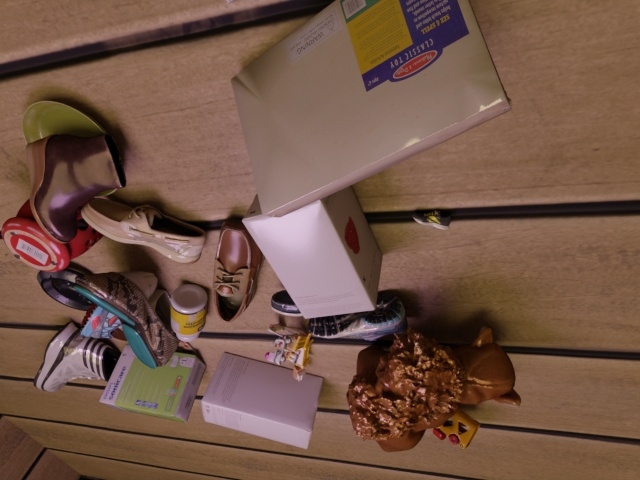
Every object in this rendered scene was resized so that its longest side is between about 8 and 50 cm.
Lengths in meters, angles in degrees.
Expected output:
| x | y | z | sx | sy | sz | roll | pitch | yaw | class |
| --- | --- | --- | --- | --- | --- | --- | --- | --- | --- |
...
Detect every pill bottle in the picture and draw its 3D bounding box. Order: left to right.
| x | y | z | sx | sy | sz | roll | pitch | yaw | class |
| --- | --- | --- | --- | --- | --- | --- | --- | --- | --- |
| -0.398 | 0.225 | 1.224 | 0.103 | 0.103 | 0.184 | 18 | 132 | 0 | pill bottle |

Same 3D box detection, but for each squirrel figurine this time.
| x | y | z | sx | sy | sz | roll | pitch | yaw | class |
| --- | --- | --- | --- | --- | --- | --- | --- | --- | --- |
| 0.272 | 0.352 | 0.977 | 0.370 | 0.281 | 0.397 | -20 | 157 | 21 | squirrel figurine |

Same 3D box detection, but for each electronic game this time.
| x | y | z | sx | sy | sz | roll | pitch | yaw | class |
| --- | --- | --- | --- | --- | --- | --- | --- | --- | --- |
| -0.802 | 0.161 | 1.321 | 0.229 | 0.048 | 0.229 | 6 | 138 | 6 | electronic game |

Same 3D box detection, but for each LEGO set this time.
| x | y | z | sx | sy | sz | roll | pitch | yaw | class |
| --- | --- | --- | --- | --- | --- | --- | --- | --- | --- |
| -0.099 | 0.325 | 1.228 | 0.107 | 0.132 | 0.287 | 21 | 158 | 20 | LEGO set |

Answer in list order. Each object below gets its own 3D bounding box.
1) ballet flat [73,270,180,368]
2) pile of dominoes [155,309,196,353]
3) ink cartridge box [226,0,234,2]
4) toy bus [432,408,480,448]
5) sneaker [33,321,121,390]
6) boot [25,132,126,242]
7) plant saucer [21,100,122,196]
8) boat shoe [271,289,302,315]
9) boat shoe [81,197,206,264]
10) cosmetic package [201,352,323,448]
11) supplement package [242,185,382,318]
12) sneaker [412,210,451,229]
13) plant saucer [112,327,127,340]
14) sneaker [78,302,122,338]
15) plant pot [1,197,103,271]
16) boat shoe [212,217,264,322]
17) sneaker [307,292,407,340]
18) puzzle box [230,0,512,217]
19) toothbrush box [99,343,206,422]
| x | y | z | sx | sy | sz | roll | pitch | yaw | class |
| --- | --- | --- | --- | --- | --- | --- | --- | --- | --- |
| -0.529 | 0.200 | 1.189 | 0.164 | 0.182 | 0.483 | 20 | 144 | 22 | ballet flat |
| -0.583 | 0.335 | 1.414 | 0.195 | 0.040 | 0.251 | -12 | 125 | 24 | pile of dominoes |
| -0.080 | -0.463 | 0.554 | 0.217 | 0.092 | 0.159 | -17 | 123 | 25 | ink cartridge box |
| 0.398 | 0.553 | 1.274 | 0.202 | 0.191 | 0.104 | 32 | 87 | -13 | toy bus |
| -0.935 | 0.518 | 1.584 | 0.257 | 0.169 | 0.447 | 32 | 128 | -10 | sneaker |
| -0.536 | -0.112 | 0.906 | 0.206 | 0.090 | 0.249 | -1 | 109 | 10 | boot |
| -0.566 | -0.213 | 0.944 | 0.240 | 0.037 | 0.241 | 8 | 131 | 10 | plant saucer |
| -0.012 | 0.142 | 1.049 | 0.254 | 0.095 | 0.079 | -1 | 131 | 15 | boat shoe |
| -0.433 | -0.043 | 1.010 | 0.302 | 0.109 | 0.098 | 25 | 123 | -8 | boat shoe |
| -0.190 | 0.539 | 1.373 | 0.365 | 0.197 | 0.155 | 15 | 132 | 5 | cosmetic package |
| 0.000 | 0.000 | 0.868 | 0.175 | 0.178 | 0.293 | -12 | 126 | 25 | supplement package |
| 0.237 | -0.050 | 0.861 | 0.083 | 0.031 | 0.035 | 14 | 118 | -1 | sneaker |
| -0.708 | 0.299 | 1.389 | 0.168 | 0.029 | 0.168 | 14 | 142 | 11 | plant saucer |
| -0.639 | 0.208 | 1.273 | 0.125 | 0.104 | 0.262 | 31 | 112 | -33 | sneaker |
| -0.683 | -0.030 | 1.045 | 0.191 | 0.174 | 0.191 | 7 | 129 | 8 | plant pot |
| -0.219 | 0.094 | 1.050 | 0.122 | 0.120 | 0.324 | 13 | 132 | 4 | boat shoe |
| 0.098 | 0.231 | 1.088 | 0.282 | 0.110 | 0.122 | -12 | 134 | 28 | sneaker |
| 0.043 | -0.229 | 0.631 | 0.408 | 0.052 | 0.272 | -21 | 76 | 30 | puzzle box |
| -0.583 | 0.501 | 1.431 | 0.283 | 0.206 | 0.122 | 6 | 146 | 10 | toothbrush box |
